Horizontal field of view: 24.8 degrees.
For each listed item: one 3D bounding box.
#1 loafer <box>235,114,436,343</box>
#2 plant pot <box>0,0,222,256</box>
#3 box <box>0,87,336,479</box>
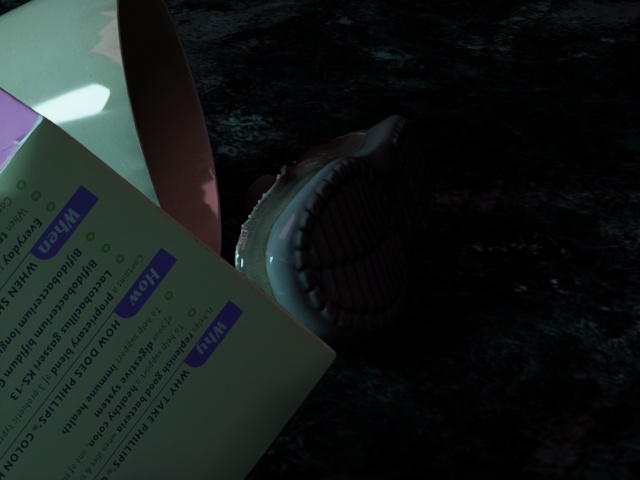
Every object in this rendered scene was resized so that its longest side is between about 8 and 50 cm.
[{"bbox_3d":[0.000,0.000,1.163,0.130,0.134,0.366,-16,9,19],"label":"loafer"},{"bbox_3d":[-0.245,-0.063,1.155,0.274,0.256,0.256,-13,24,7],"label":"plant pot"},{"bbox_3d":[-0.151,0.067,0.745,0.213,0.243,0.117,-53,42,-5],"label":"box"}]
